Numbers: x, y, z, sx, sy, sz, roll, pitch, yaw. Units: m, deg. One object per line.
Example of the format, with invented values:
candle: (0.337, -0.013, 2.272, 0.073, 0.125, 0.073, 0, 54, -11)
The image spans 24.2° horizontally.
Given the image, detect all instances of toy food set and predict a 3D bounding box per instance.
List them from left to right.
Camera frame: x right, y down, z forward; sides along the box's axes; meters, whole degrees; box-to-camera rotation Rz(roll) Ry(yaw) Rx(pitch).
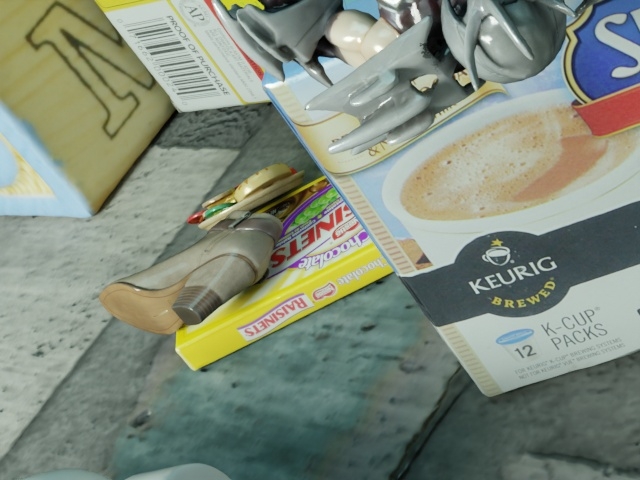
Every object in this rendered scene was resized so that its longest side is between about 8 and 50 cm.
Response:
toy food set: (-0.049, -0.030, 0.997, 0.083, 0.020, 0.083, -27, 2, 19)

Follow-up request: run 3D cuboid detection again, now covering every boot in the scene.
boot: (-0.078, 0.016, 0.937, 0.118, 0.042, 0.087, 4, 46, 46)

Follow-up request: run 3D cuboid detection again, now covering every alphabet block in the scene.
alphabet block: (-0.238, -0.152, 1.209, 0.192, 0.193, 0.197, 4, 50, 45)

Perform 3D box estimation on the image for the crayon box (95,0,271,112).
crayon box: (-0.027, -0.197, 1.056, 0.319, 0.202, 0.081, -1, 47, 42)

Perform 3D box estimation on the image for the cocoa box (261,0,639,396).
cocoa box: (0.183, -0.120, 0.725, 0.347, 0.228, 0.231, -20, 36, 25)

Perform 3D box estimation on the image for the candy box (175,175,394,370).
candy box: (0.000, 0.000, 0.939, 0.206, 0.027, 0.105, -28, 35, 16)

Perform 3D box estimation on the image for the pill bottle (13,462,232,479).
pill bottle: (-0.145, 0.185, 0.745, 0.229, 0.131, 0.131, -18, 37, 27)

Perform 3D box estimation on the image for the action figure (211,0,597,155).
action figure: (0.038, -0.147, 0.603, 0.185, 0.099, 0.285, -27, 40, 8)
